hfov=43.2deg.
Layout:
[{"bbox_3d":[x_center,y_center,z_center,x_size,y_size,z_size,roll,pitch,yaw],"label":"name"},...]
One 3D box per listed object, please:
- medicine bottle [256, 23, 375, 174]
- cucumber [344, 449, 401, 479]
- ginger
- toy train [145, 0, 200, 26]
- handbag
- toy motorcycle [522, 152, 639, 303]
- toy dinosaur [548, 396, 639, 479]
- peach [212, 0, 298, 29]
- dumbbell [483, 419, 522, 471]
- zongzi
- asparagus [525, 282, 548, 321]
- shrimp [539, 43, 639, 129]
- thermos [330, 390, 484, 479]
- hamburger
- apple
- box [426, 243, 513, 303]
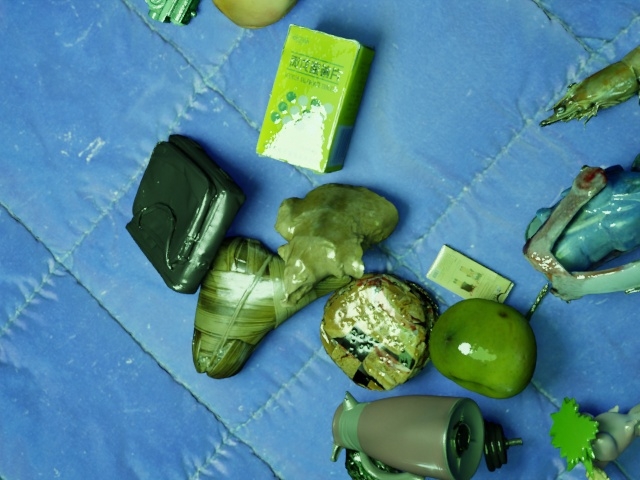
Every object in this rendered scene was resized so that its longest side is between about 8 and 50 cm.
[{"bbox_3d":[-0.005,-0.255,1.476,0.137,0.141,0.250,19,102,14],"label":"medicine bottle"},{"bbox_3d":[0.168,0.523,1.567,0.359,0.096,0.096,43,105,4],"label":"cucumber"},{"bbox_3d":[0.000,0.000,1.465,0.219,0.270,0.123,29,144,25],"label":"ginger"},{"bbox_3d":[-0.261,-0.485,1.539,0.111,0.071,0.170,31,104,0],"label":"toy train"},{"bbox_3d":[-0.268,-0.054,1.529,0.275,0.088,0.244,42,111,42],"label":"handbag"},{"bbox_3d":[0.510,-0.018,1.360,0.319,0.182,0.241,-34,62,16],"label":"toy motorcycle"},{"bbox_3d":[0.515,0.350,1.464,0.177,0.152,0.194,17,96,-19],"label":"toy dinosaur"},{"bbox_3d":[-0.118,-0.468,1.452,0.184,0.184,0.184,2,98,13],"label":"peach"},{"bbox_3d":[0.274,0.390,1.520,0.209,0.099,0.099,-11,95,14],"label":"dumbbell"},{"bbox_3d":[-0.099,0.151,1.558,0.289,0.134,0.285,12,103,12],"label":"zongzi"},{"bbox_3d":[0.386,0.149,1.504,0.016,0.016,0.162,32,105,34],"label":"asparagus"},{"bbox_3d":[0.534,-0.234,1.395,0.296,0.058,0.169,-30,93,12],"label":"shrimp"},{"bbox_3d":[0.148,0.359,1.466,0.265,0.146,0.176,-4,103,38],"label":"thermos"},{"bbox_3d":[0.112,0.168,1.527,0.231,0.107,0.230,3,98,21],"label":"hamburger"},{"bbox_3d":[0.293,0.190,1.443,0.197,0.196,0.156,14,69,11],"label":"apple"},{"bbox_3d":[0.279,0.073,1.514,0.149,0.020,0.073,30,103,8],"label":"box"}]
